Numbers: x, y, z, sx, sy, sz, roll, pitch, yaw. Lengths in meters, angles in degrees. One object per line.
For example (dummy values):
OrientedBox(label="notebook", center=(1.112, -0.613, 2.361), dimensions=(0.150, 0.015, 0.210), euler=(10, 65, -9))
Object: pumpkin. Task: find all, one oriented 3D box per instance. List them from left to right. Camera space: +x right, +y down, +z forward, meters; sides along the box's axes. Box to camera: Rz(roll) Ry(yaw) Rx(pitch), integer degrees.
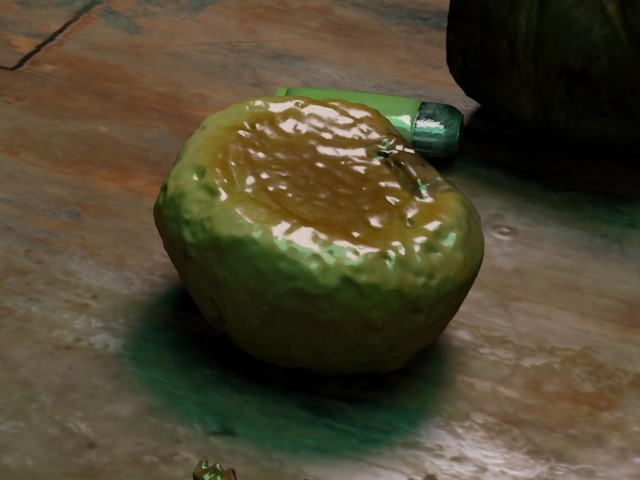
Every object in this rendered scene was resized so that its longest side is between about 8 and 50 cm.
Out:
OrientedBox(label="pumpkin", center=(0.258, -0.206, 1.411), dimensions=(0.225, 0.256, 0.303), euler=(26, 44, 28))

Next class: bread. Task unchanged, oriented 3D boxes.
OrientedBox(label="bread", center=(0.000, 0.000, 1.137), dimensions=(0.245, 0.134, 0.244), euler=(8, 32, -5))

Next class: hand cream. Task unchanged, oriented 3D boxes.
OrientedBox(label="hand cream", center=(0.038, -0.104, 1.399), dimensions=(0.175, 0.046, 0.095), euler=(6, 32, 10))

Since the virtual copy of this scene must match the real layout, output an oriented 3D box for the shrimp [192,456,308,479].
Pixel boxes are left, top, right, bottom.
OrientedBox(label="shrimp", center=(-0.011, 0.188, 0.916), dimensions=(0.132, 0.051, 0.187), euler=(-4, 39, -40))
